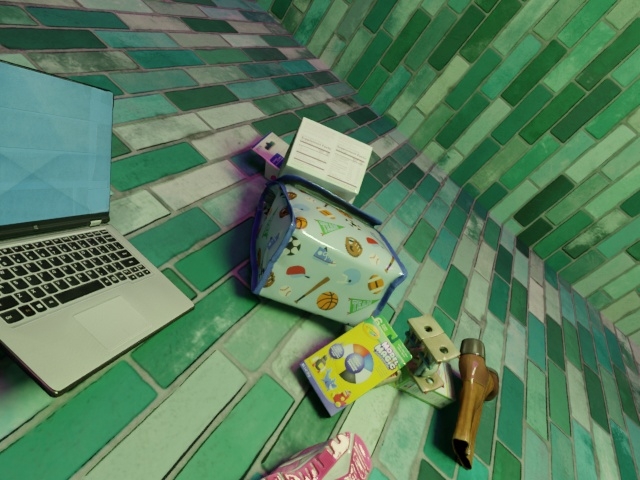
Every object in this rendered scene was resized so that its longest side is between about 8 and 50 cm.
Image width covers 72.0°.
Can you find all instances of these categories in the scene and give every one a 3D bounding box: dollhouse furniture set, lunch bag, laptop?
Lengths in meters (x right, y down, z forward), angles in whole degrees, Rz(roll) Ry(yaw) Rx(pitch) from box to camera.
[{"bbox_3d":[0.197,0.278,1.020,0.183,0.130,0.129,-10,42,-22],"label":"dollhouse furniture set"},{"bbox_3d":[0.000,0.000,1.140,0.327,0.239,0.386,25,20,-21],"label":"lunch bag"},{"bbox_3d":[-0.373,-0.047,0.710,0.408,0.236,0.382,43,14,2],"label":"laptop"}]

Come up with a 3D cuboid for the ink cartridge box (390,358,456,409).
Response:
[{"bbox_3d":[0.245,0.339,1.134,0.209,0.062,0.109,29,36,-16],"label":"ink cartridge box"}]

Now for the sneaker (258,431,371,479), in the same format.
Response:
[{"bbox_3d":[-0.036,0.418,0.736,0.252,0.111,0.103,-17,70,-28],"label":"sneaker"}]

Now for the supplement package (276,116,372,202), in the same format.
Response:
[{"bbox_3d":[-0.006,-0.194,1.249,0.203,0.262,0.145,21,74,-10],"label":"supplement package"}]

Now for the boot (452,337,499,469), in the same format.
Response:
[{"bbox_3d":[0.401,0.437,1.124,0.264,0.096,0.281,68,32,-41],"label":"boot"}]

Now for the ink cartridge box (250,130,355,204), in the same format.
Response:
[{"bbox_3d":[-0.059,-0.201,1.452,0.370,0.069,0.176,39,34,-7],"label":"ink cartridge box"}]

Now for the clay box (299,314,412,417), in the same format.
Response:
[{"bbox_3d":[0.080,0.261,0.953,0.221,0.053,0.128,-32,70,-12],"label":"clay box"}]
